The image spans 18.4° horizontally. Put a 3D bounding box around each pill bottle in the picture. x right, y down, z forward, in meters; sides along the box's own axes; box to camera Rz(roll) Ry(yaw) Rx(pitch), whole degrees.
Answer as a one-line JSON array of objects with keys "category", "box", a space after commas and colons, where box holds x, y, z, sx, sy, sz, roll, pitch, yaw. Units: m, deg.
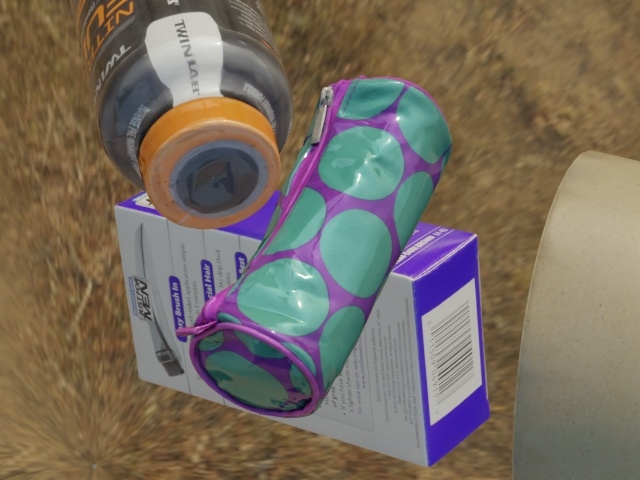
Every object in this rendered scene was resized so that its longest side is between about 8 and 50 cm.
[{"category": "pill bottle", "box": [-0.091, -0.115, 1.316, 0.130, 0.130, 0.245, -11, 41, -8]}]

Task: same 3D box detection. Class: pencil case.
[{"category": "pencil case", "box": [0.000, 0.000, 0.848, 0.070, 0.064, 0.151, 42, 57, -24]}]

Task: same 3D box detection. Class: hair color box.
[{"category": "hair color box", "box": [-0.019, 0.062, 1.757, 0.110, 0.339, 0.185, -33, 127, -45]}]

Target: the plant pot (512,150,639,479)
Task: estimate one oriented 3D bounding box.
[{"category": "plant pot", "box": [0.276, 0.089, 1.146, 0.274, 0.256, 0.256, 7, 82, 20]}]
